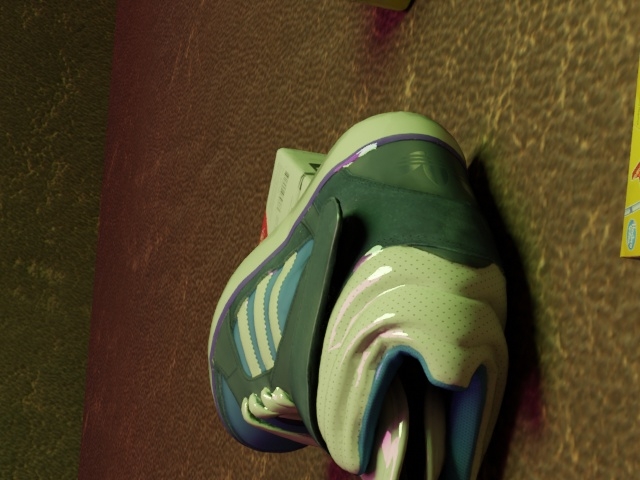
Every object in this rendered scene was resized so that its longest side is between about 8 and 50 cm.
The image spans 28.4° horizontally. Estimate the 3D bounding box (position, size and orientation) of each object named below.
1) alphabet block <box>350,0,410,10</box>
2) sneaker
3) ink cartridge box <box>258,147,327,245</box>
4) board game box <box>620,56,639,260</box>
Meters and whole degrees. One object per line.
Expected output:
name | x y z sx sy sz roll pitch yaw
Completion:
alphabet block | -0.002 -0.308 0.912 0.193 0.197 0.192 124 148 -56
sneaker | 0.011 0.100 0.792 0.236 0.130 0.323 -94 25 -46
ink cartridge box | 0.000 0.000 0.993 0.150 0.063 0.109 -128 49 -67
board game box | 0.170 -0.069 0.526 0.103 0.026 0.154 169 108 -72
